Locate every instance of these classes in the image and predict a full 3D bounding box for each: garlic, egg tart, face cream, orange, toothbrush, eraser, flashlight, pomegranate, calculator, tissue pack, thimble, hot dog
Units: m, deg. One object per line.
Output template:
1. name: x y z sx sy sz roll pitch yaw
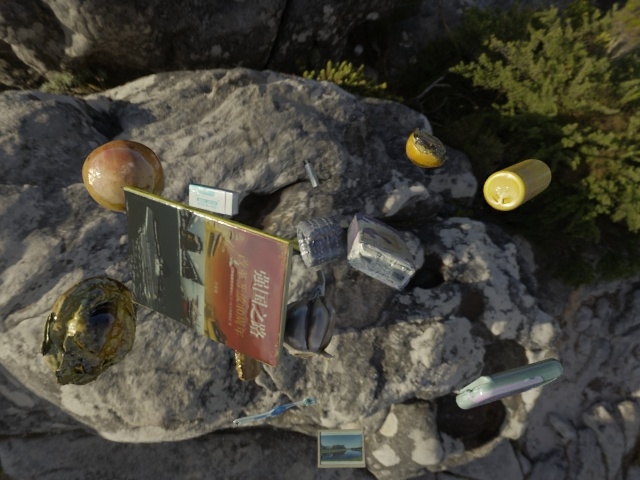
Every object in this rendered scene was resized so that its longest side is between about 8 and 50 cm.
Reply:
1. garlic: -0.018 0.150 0.894 0.127 0.131 0.194 33 67 -42
2. egg tart: -0.577 0.243 1.115 0.132 0.297 0.297 9 90 22
3. face cream: 0.433 -0.128 0.898 0.273 0.078 0.078 -22 99 -45
4. orange: 0.353 -0.306 1.443 0.170 0.160 0.112 35 114 -30
5. toothbrush: -0.202 0.771 1.933 0.386 0.040 0.040 -9 94 -16
6. eraser: -0.442 -0.171 1.759 0.225 0.052 0.095 14 108 24
7. flashlight: -0.026 -0.193 1.220 0.018 0.018 0.083 -21 91 30
8. pomegranate: -0.485 -0.156 1.062 0.191 0.191 0.191 -1 92 -15
9. calculator: 0.411 0.312 0.929 0.246 0.141 0.045 -9 59 -16
10. tissue pack: 0.226 0.034 1.663 0.242 0.343 0.125 28 113 -8
11. thimble: 0.000 0.000 1.833 0.172 0.236 0.205 -14 88 -11
12. hot dog: -0.227 0.265 1.258 0.083 0.068 0.288 -6 90 -42

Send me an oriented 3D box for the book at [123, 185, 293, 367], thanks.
1. book: -0.225 0.065 0.808 0.374 0.028 0.262 18 117 22

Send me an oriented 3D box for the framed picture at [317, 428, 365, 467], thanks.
1. framed picture: 0.065 0.647 1.328 0.149 0.011 0.109 -6 61 10
